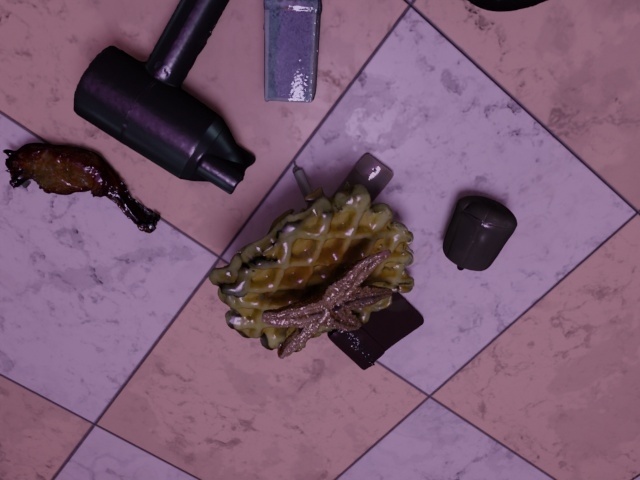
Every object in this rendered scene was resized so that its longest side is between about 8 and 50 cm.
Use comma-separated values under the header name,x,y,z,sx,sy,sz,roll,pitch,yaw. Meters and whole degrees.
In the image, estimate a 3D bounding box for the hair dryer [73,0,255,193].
name,x,y,z,sx,sy,sz,roll,pitch,yaw
hair dryer,-0.159,-0.236,0.640,0.244,0.116,0.302,31,104,-14

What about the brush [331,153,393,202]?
name,x,y,z,sx,sy,sz,roll,pitch,yaw
brush,0.000,0.000,0.762,0.060,0.050,0.321,35,109,-9

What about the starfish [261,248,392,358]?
name,x,y,z,sx,sy,sz,roll,pitch,yaw
starfish,0.023,0.093,0.676,0.227,0.043,0.240,7,132,-49

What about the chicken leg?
name,x,y,z,sx,sy,sz,roll,pitch,yaw
chicken leg,-0.375,-0.090,0.731,0.253,0.051,0.106,25,118,-10

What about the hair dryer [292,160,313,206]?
name,x,y,z,sx,sy,sz,roll,pitch,yaw
hair dryer,-0.013,-0.072,0.722,0.063,0.038,0.124,-25,81,11

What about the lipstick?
name,x,y,z,sx,sy,sz,roll,pitch,yaw
lipstick,-0.035,-0.334,0.599,0.077,0.076,0.290,4,114,1

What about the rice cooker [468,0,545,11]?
name,x,y,z,sx,sy,sz,roll,pitch,yaw
rice cooker,0.237,-0.384,0.481,0.224,0.267,0.267,-18,112,17

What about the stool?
name,x,y,z,sx,sy,sz,roll,pitch,yaw
stool,0.248,-0.011,0.725,0.096,0.096,0.110,14,117,-5

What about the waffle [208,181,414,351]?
name,x,y,z,sx,sy,sz,roll,pitch,yaw
waffle,-0.002,0.056,0.718,0.317,0.073,0.297,-33,136,5

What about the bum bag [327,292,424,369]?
name,x,y,z,sx,sy,sz,roll,pitch,yaw
bum bag,0.102,0.163,0.840,0.159,0.026,0.109,-42,105,17
